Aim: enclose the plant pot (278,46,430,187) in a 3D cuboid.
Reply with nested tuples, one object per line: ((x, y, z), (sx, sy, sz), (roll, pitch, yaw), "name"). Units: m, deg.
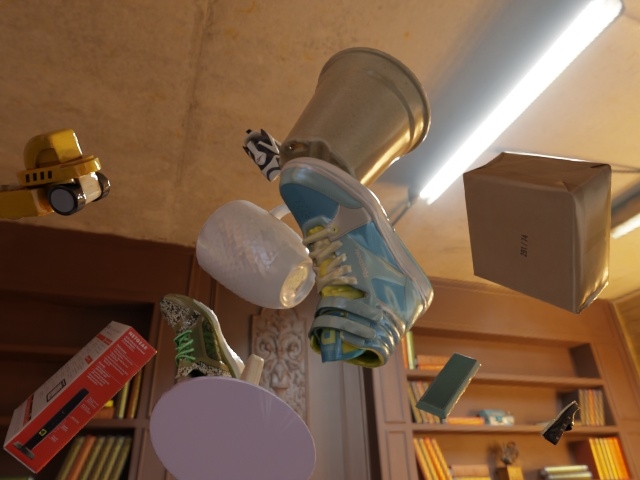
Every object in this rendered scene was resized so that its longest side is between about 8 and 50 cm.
((0.065, -0.255, 1.188), (0.333, 0.306, 0.334), (25, -32, 17), "plant pot")

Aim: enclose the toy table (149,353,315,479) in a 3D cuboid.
((-0.153, 0.322, 0.807), (0.274, 0.252, 0.161), (39, -17, -10), "toy table")

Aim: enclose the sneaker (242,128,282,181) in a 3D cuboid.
((-0.147, -0.270, 1.366), (0.094, 0.235, 0.153), (-36, -78, 30), "sneaker")

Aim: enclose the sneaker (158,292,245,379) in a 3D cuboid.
((-0.389, 0.346, 1.458), (0.158, 0.410, 0.182), (-40, -4, 29), "sneaker")

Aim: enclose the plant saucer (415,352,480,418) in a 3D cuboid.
((0.275, 0.302, 1.003), (0.067, 0.192, 0.018), (12, -59, 37), "plant saucer")

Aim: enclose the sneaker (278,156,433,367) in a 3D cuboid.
((0.022, 0.047, 0.666), (0.319, 0.208, 0.127), (48, -37, -12), "sneaker")

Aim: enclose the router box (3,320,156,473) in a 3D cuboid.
((-0.543, 0.324, 1.066), (0.082, 0.301, 0.335), (50, -26, -15), "router box")

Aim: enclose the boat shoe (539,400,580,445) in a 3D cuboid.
((0.562, 0.422, 1.087), (0.133, 0.042, 0.049), (-27, -42, -29), "boat shoe")

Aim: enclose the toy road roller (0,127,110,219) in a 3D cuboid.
((-0.846, -0.209, 1.454), (0.329, 0.202, 0.241), (-7, -70, 9), "toy road roller")

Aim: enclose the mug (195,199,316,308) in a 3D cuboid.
((-0.153, 0.027, 1.501), (0.328, 0.374, 0.276), (31, -23, 31), "mug")

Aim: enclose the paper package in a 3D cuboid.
((0.535, -0.032, 1.179), (0.168, 0.309, 0.325), (-29, -61, -26), "paper package")
